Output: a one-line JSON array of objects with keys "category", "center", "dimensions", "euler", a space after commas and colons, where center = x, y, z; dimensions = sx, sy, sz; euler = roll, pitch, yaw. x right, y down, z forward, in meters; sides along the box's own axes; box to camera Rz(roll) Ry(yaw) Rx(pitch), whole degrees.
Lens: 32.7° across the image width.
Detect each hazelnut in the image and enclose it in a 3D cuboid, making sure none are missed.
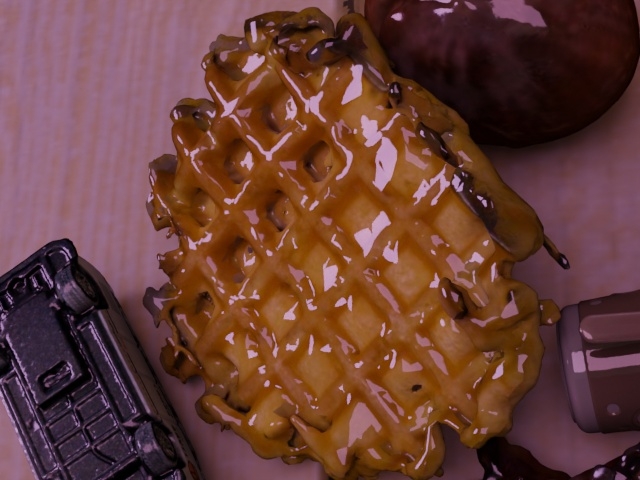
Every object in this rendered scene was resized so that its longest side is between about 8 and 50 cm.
[{"category": "hazelnut", "center": [0.103, -0.120, 0.617], "dimensions": [0.154, 0.143, 0.143], "euler": [26, 82, 24]}]

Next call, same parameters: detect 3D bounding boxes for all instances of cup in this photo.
[{"category": "cup", "center": [0.172, 0.062, 0.550], "dimensions": [0.099, 0.102, 0.074], "euler": [-11, 92, 17]}]

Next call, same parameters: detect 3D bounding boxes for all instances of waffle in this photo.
[{"category": "waffle", "center": [-0.002, 0.000, 0.603], "dimensions": [0.281, 0.060, 0.262], "euler": [3, 94, 41]}]

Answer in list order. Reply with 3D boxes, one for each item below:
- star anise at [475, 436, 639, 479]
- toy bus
[{"category": "star anise", "center": [0.118, 0.165, 0.538], "dimensions": [0.212, 0.053, 0.157], "euler": [-11, 73, 46]}, {"category": "toy bus", "center": [-0.134, 0.100, 0.649], "dimensions": [0.087, 0.089, 0.194], "euler": [-35, 64, 4]}]
